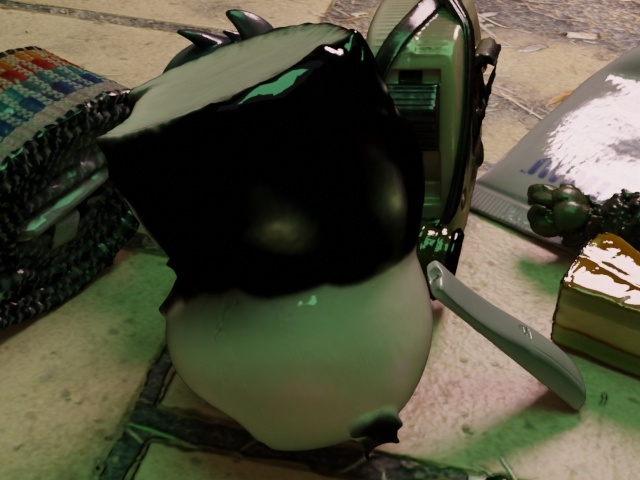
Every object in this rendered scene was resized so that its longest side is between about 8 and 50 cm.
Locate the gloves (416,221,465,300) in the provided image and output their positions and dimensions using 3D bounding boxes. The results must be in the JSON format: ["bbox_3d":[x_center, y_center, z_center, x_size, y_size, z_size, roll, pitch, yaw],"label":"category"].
[{"bbox_3d":[0.003,0.001,1.056,0.268,0.135,0.107,12,-2,-7],"label":"gloves"}]

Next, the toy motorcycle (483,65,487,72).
[{"bbox_3d":[0.134,-0.197,1.381,0.118,0.084,0.212,20,32,35],"label":"toy motorcycle"}]

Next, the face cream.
[{"bbox_3d":[0.368,-0.112,1.281,0.235,0.137,0.420,28,53,28],"label":"face cream"}]

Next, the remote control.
[{"bbox_3d":[0.161,0.078,0.942,0.184,0.027,0.050,37,23,-22],"label":"remote control"}]

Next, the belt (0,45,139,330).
[{"bbox_3d":[-0.292,-0.046,1.023,0.161,0.206,0.295,27,56,24],"label":"belt"}]

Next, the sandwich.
[{"bbox_3d":[0.307,0.064,1.021,0.163,0.079,0.113,20,39,24],"label":"sandwich"}]

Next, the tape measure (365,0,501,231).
[{"bbox_3d":[0.113,-0.136,1.152,0.133,0.231,0.271,4,34,15],"label":"tape measure"}]

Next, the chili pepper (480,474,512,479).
[{"bbox_3d":[0.114,0.274,0.644,0.174,0.260,0.165,15,-7,-10],"label":"chili pepper"}]

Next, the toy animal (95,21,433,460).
[{"bbox_3d":[-0.023,0.011,0.869,0.251,0.309,0.251,-19,23,8],"label":"toy animal"}]

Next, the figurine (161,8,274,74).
[{"bbox_3d":[-0.075,-0.133,1.154,0.197,0.175,0.265,22,-5,-10],"label":"figurine"}]

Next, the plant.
[{"bbox_3d":[0.285,-0.018,1.115,0.174,0.087,0.085,12,53,27],"label":"plant"}]
